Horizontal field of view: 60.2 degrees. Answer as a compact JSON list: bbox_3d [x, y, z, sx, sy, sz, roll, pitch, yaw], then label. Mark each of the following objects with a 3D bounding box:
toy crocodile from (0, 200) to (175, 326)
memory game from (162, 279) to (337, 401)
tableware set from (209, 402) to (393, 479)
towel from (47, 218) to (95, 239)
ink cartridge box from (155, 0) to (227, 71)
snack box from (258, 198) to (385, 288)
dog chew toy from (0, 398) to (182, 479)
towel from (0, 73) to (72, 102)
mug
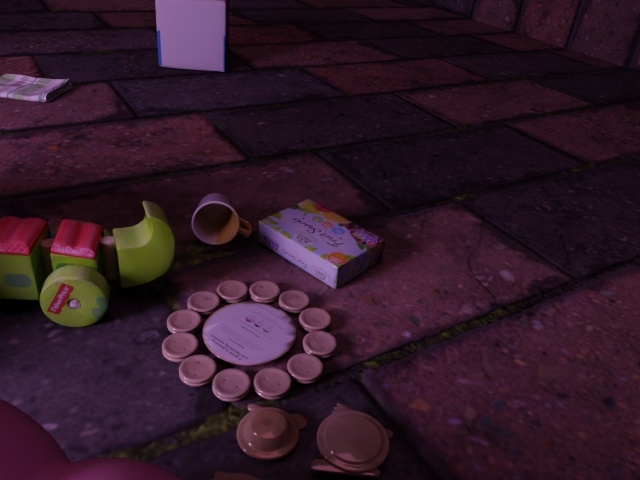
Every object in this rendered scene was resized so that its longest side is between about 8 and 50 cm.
[{"bbox_3d":[-0.329,0.020,0.587,0.341,0.105,0.115,-2,33,-11],"label":"toy crocodile"},{"bbox_3d":[-0.074,0.100,0.590,0.186,0.012,0.186,5,32,-3],"label":"memory game"},{"bbox_3d":[-0.019,0.193,0.448,0.141,0.020,0.168,11,33,9],"label":"tableware set"},{"bbox_3d":[-0.334,-0.004,0.713,0.060,0.009,0.083,7,33,0],"label":"towel"},{"bbox_3d":[-0.325,-0.562,1.440,0.168,0.171,0.232,2,32,-7],"label":"ink cartridge box"},{"bbox_3d":[0.000,0.000,0.736,0.141,0.037,0.100,29,40,32],"label":"snack box"},{"bbox_3d":[-0.139,0.196,0.272,0.332,0.206,0.206,15,32,-2],"label":"dog chew toy"},{"bbox_3d":[-0.616,-0.321,1.152,0.152,0.023,0.113,8,32,3],"label":"towel"},{"bbox_3d":[-0.139,-0.029,0.754,0.062,0.078,0.064,-31,27,3],"label":"mug"}]
